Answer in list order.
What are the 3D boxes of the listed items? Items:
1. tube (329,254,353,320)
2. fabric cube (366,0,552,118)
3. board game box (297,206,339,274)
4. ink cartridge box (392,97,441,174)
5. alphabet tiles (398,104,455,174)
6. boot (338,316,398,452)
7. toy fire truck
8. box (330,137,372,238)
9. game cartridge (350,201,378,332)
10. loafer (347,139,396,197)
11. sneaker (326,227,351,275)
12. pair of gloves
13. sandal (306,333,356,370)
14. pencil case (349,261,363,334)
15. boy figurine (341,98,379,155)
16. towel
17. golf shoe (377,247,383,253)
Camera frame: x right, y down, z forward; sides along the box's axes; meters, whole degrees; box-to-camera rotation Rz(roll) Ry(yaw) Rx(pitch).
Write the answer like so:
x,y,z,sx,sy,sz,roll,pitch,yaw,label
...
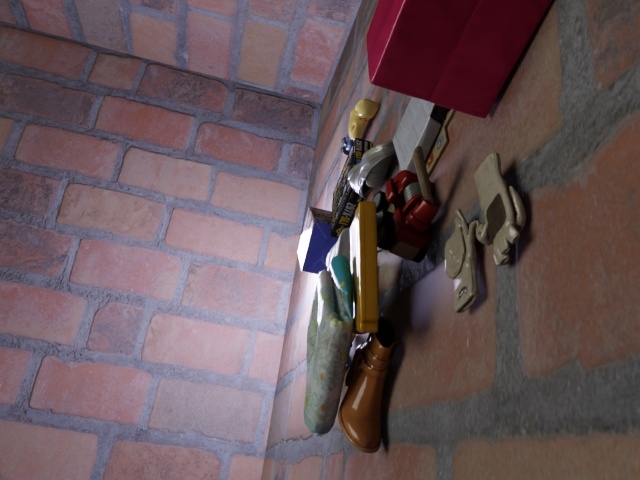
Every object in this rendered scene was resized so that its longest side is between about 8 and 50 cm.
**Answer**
x,y,z,sx,sy,sz,roll,pitch,yaw,label
0.060,0.109,1.345,0.207,0.052,0.080,-101,-6,-62,tube
0.255,-0.442,1.073,0.254,0.259,0.258,-87,15,-49,fabric cube
0.000,0.000,2.397,0.291,0.141,0.232,-111,34,-74,board game box
0.262,-0.310,1.439,0.223,0.045,0.224,-91,17,-54,ink cartridge box
0.280,-0.270,1.463,0.342,0.011,0.285,112,166,-47,alphabet tiles
0.133,0.342,1.316,0.283,0.109,0.220,-79,10,-59,boot
0.215,-0.108,1.273,0.246,0.159,0.217,-57,19,35,toy fire truck
0.120,-0.199,2.143,0.322,0.079,0.257,112,169,-46,box
0.101,0.074,1.304,0.323,0.053,0.285,73,-164,-82,game cartridge
0.182,-0.231,1.774,0.111,0.112,0.319,65,162,7,loafer
0.067,0.115,1.988,0.169,0.108,0.292,119,171,-66,sneaker
0.288,-0.010,0.967,0.240,0.042,0.204,109,166,-46,pair of gloves
0.025,0.392,1.802,0.317,0.126,0.138,116,159,-62,sandal
0.115,0.162,1.614,0.104,0.105,0.236,112,167,-47,pencil case
0.159,-0.483,2.238,0.285,0.092,0.177,115,164,-52,boy figurine
0.013,0.284,1.480,0.374,0.090,0.320,-99,16,-72,towel
0.159,0.002,1.675,0.176,0.069,0.085,153,123,-80,golf shoe
